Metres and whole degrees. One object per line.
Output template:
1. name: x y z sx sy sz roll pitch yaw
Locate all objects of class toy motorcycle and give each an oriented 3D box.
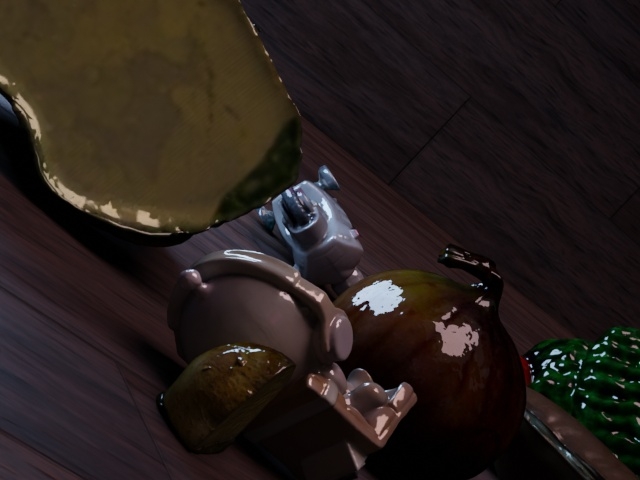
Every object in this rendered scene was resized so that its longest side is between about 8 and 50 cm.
1. toy motorcycle: 0.000 0.000 2.486 0.171 0.110 0.260 60 3 4

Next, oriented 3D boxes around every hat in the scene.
1. hat: 0.300 0.227 2.386 0.332 0.274 0.242 15 -9 8

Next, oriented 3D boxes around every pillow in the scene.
1. pillow: 0.300 0.312 2.101 0.308 0.108 0.305 45 -12 35

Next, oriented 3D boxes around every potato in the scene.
1. potato: -0.073 0.113 1.537 0.066 0.103 0.096 48 8 10

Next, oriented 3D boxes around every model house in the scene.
1. model house: -0.206 -0.138 1.900 0.321 0.261 0.266 59 -19 -5

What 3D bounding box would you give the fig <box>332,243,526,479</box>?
1. fig: 0.109 0.136 1.967 0.235 0.214 0.235 157 -90 -89

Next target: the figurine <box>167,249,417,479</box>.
1. figurine: -0.033 0.095 1.642 0.237 0.162 0.141 47 39 -16
